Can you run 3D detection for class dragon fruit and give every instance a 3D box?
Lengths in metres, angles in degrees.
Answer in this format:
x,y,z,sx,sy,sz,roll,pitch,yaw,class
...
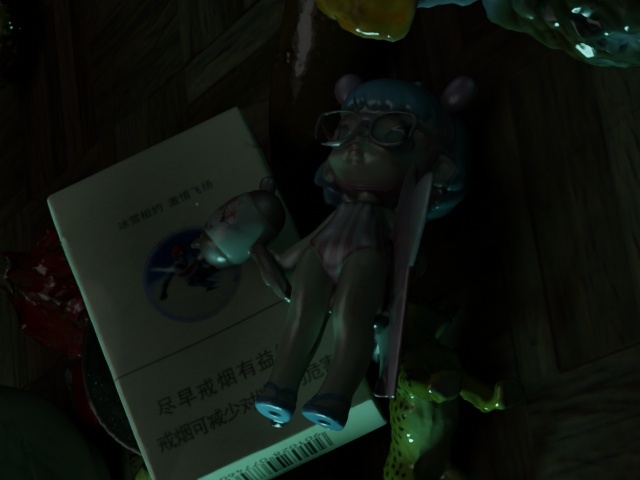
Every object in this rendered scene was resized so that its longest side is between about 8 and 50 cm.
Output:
x,y,z,sx,sy,sz,roll,pitch,yaw,class
-0.283,0.054,1.584,0.153,0.111,0.153,-14,74,60,dragon fruit

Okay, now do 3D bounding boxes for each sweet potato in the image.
x,y,z,sx,sy,sz,roll,pitch,yaw,class
0.004,-0.148,1.180,0.108,0.079,0.346,-113,31,-71,sweet potato

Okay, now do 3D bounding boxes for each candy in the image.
x,y,z,sx,sy,sz,roll,pitch,yaw,class
-0.182,0.122,1.464,0.292,0.059,0.086,-34,61,53,candy

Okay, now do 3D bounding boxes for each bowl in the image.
x,y,z,sx,sy,sz,roll,pitch,yaw,class
-0.307,0.280,1.543,0.307,0.163,0.307,8,100,58,bowl

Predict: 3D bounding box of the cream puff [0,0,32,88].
x,y,z,sx,sy,sz,roll,pitch,yaw,class
-0.377,-0.241,1.777,0.149,0.084,0.149,-3,86,53,cream puff

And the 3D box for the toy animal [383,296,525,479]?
x,y,z,sx,sy,sz,roll,pitch,yaw,class
0.078,0.140,1.054,0.136,0.073,0.181,-152,56,-64,toy animal

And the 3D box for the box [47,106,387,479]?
x,y,z,sx,sy,sz,roll,pitch,yaw,class
-0.079,0.049,1.124,0.069,0.164,0.256,64,-179,-64,box

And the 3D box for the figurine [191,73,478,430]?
x,y,z,sx,sy,sz,roll,pitch,yaw,class
0.012,0.006,1.047,0.205,0.103,0.260,-1,61,39,figurine

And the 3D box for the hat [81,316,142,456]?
x,y,z,sx,sy,sz,roll,pitch,yaw,class
-0.082,0.090,1.196,0.193,0.082,0.193,-6,66,14,hat

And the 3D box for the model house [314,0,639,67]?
x,y,z,sx,sy,sz,roll,pitch,yaw,class
0.020,-0.246,0.850,0.360,0.339,0.297,47,139,42,model house

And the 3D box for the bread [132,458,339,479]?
x,y,z,sx,sy,sz,roll,pitch,yaw,class
-0.062,0.286,1.188,0.227,0.142,0.253,-19,74,54,bread
